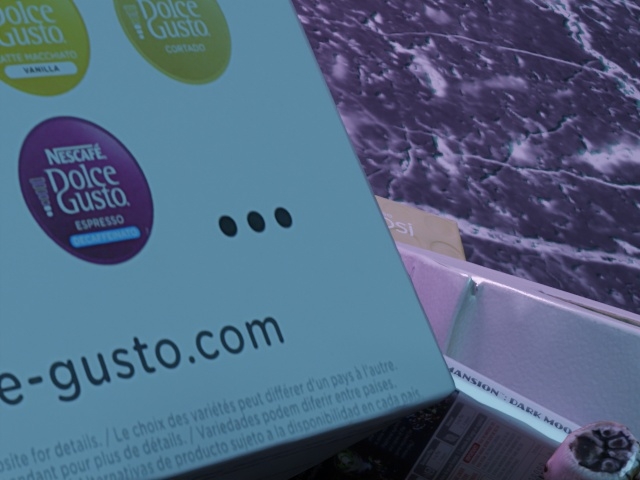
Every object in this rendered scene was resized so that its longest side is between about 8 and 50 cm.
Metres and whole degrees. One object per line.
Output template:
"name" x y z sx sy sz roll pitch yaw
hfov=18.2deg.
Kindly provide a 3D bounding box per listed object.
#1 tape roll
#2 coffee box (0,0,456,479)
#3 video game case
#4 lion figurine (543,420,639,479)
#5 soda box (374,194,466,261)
"tape roll" 0.205 0.089 1.105 0.392 0.072 0.392 17 2 -1
"coffee box" -0.230 -0.010 0.709 0.337 0.338 0.334 -9 73 -47
"video game case" 0.028 0.117 0.976 0.173 0.190 0.022 27 46 1
"lion figurine" 0.023 0.162 0.929 0.392 0.240 0.142 25 55 23
"soda box" 0.000 0.000 1.268 0.181 0.058 0.061 17 31 -16
